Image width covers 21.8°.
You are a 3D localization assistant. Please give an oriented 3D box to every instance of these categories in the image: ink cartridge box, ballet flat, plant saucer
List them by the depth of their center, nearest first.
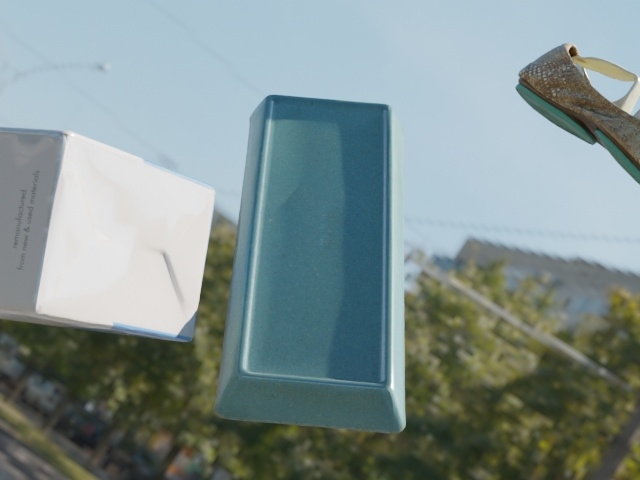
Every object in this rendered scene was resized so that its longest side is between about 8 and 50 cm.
[{"bbox_3d":[-0.142,-0.006,0.593,0.180,0.060,0.104,5,-6,26],"label":"ink cartridge box"},{"bbox_3d":[0.000,0.000,0.645,0.067,0.192,0.018,5,-51,-1],"label":"plant saucer"},{"bbox_3d":[0.230,-0.093,1.266,0.206,0.067,0.073,45,3,39],"label":"ballet flat"}]
